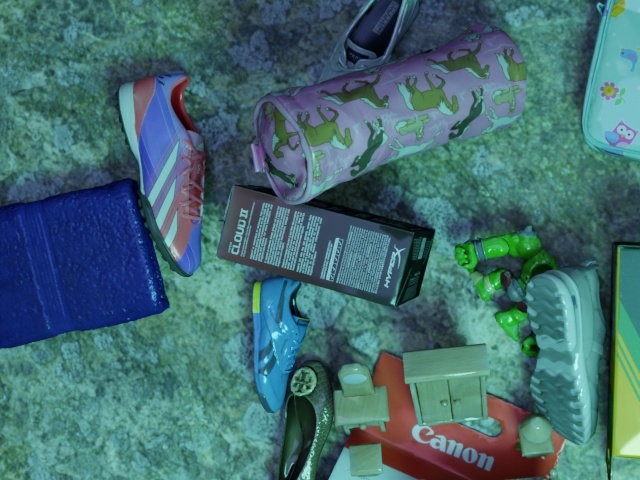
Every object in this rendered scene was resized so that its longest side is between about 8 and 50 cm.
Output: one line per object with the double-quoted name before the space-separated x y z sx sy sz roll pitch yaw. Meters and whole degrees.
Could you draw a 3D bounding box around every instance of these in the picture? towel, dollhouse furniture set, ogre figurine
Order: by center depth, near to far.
"dollhouse furniture set" 0.169 0.337 1.420 0.303 0.174 0.356 -6 58 7
"ogre figurine" 0.292 0.065 1.527 0.118 0.097 0.197 -33 78 19
"towel" -0.406 0.036 1.716 0.308 0.076 0.228 -12 95 13

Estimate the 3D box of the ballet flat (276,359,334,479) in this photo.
"ballet flat" -0.033 0.304 1.610 0.084 0.058 0.250 6 86 47

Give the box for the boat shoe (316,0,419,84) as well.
"boat shoe" 0.056 -0.275 1.584 0.095 0.084 0.258 27 97 12

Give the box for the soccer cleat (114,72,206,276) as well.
"soccer cleat" -0.222 -0.104 1.649 0.116 0.108 0.318 -16 85 10

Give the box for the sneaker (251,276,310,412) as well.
"sneaker" -0.058 0.160 1.629 0.082 0.069 0.209 -1 90 10

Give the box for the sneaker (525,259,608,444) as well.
"sneaker" 0.362 0.158 1.475 0.105 0.115 0.281 28 135 49

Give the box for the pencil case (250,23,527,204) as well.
"pencil case" 0.095 -0.176 1.453 0.386 0.167 0.160 -22 61 -25

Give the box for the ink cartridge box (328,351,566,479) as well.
"ink cartridge box" 0.155 0.401 1.569 0.308 0.091 0.385 22 97 12

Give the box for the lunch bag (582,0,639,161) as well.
"lunch bag" 0.478 -0.242 1.469 0.224 0.108 0.279 14 93 18

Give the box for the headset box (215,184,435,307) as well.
"headset box" 0.000 0.000 1.535 0.293 0.218 0.110 15 95 12

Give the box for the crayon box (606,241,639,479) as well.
"crayon box" 0.432 0.165 1.438 0.083 0.203 0.323 2 92 13
